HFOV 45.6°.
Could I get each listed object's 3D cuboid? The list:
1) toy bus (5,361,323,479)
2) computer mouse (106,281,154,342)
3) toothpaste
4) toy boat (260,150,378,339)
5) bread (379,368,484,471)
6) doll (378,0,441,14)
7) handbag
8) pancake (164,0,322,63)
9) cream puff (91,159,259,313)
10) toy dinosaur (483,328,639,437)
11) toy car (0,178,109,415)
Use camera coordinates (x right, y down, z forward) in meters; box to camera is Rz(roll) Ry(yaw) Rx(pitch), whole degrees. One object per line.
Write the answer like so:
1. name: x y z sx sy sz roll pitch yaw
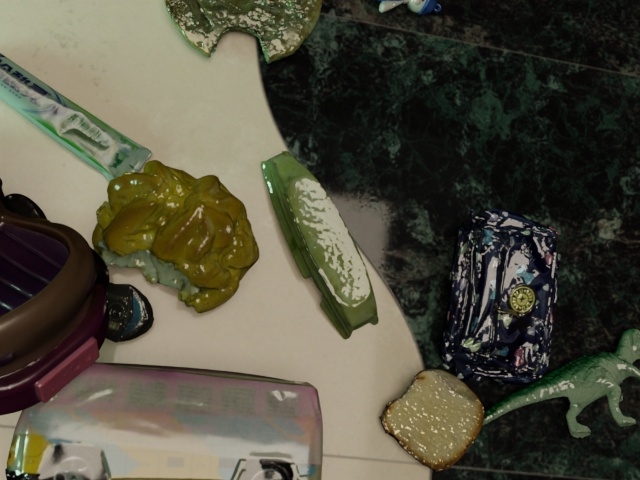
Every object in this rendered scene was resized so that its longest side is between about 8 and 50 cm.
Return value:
1. toy bus: -0.188 0.244 0.968 0.386 0.171 0.162 7 69 -11
2. computer mouse: -0.288 0.093 1.028 0.135 0.047 0.079 13 84 2
3. toothpaste: -0.378 -0.183 1.060 0.297 0.048 0.074 36 75 -7
4. toy boat: 0.000 0.000 1.101 0.093 0.055 0.293 -26 87 -18
5. bread: 0.162 0.249 1.083 0.126 0.044 0.129 38 106 3
6. doll: 0.127 -0.395 1.200 0.143 0.058 0.098 24 76 -13
7. handbag: 0.261 0.084 1.114 0.162 0.113 0.260 10 86 -3
8. pancake: -0.114 -0.386 1.155 0.254 0.037 0.253 2 80 -13
9. cream puff: -0.180 -0.019 1.006 0.221 0.195 0.194 26 76 -10
10. toy dinosaur: 0.375 0.247 1.118 0.383 0.076 0.129 -21 53 -21
11. toy car: -0.404 0.016 0.859 0.341 0.240 0.271 32 51 16
